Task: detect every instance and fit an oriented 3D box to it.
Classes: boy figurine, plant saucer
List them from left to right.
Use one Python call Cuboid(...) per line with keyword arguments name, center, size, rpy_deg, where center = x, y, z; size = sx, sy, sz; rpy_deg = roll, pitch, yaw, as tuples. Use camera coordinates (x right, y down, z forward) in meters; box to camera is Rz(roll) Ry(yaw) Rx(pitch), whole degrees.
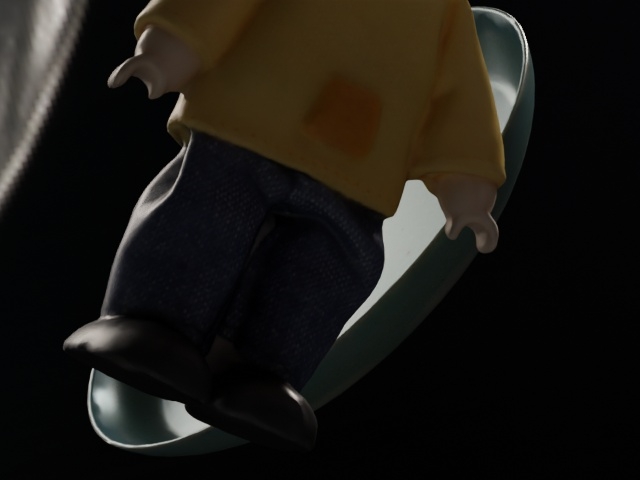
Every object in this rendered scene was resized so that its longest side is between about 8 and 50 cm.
Cuboid(name="plant saucer", center=(0.000, 0.000, 1.076), size=(0.044, 0.317, 0.317), rpy_deg=(44, 17, -22))
Cuboid(name="boy figurine", center=(0.009, -0.057, 0.793), size=(0.285, 0.177, 0.092), rpy_deg=(-64, -160, -12))
